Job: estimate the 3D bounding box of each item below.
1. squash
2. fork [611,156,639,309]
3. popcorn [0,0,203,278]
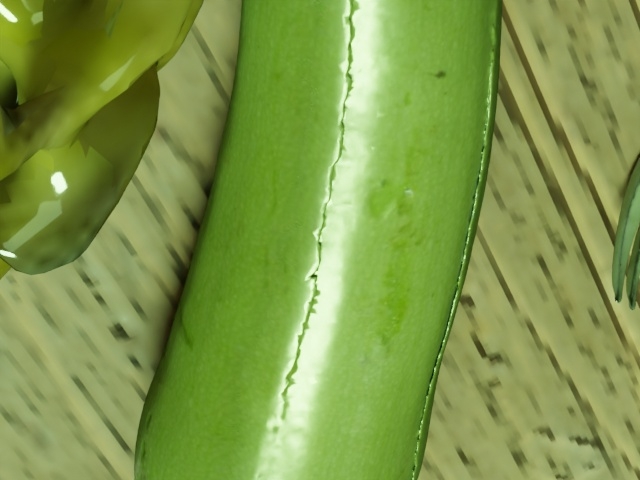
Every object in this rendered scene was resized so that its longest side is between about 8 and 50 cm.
[{"bbox_3d":[0.000,0.000,0.516,0.083,0.083,0.250,-1,123,-19],"label":"squash"},{"bbox_3d":[0.148,-0.072,0.556,0.034,0.028,0.219,23,110,-24],"label":"fork"},{"bbox_3d":[-0.133,-0.095,0.330,0.250,0.190,0.250,-6,122,-9],"label":"popcorn"}]
